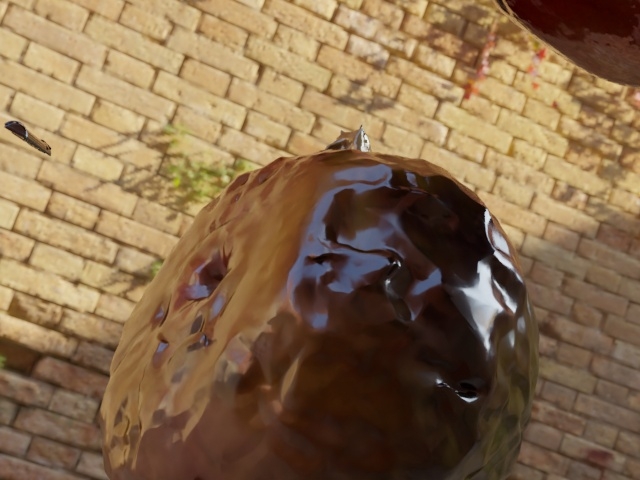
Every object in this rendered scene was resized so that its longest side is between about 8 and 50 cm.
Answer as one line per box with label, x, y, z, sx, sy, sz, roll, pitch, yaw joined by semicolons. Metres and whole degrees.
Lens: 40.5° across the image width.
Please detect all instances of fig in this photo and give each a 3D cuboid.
fig;0.044;0.121;0.589;0.286;0.286;0.369;13;-25;51

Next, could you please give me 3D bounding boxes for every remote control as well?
remote control;-0.340;-0.120;1.018;0.034;0.016;0.091;27;-7;4

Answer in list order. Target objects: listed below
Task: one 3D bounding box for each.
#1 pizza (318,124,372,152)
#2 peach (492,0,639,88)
pizza;0.000;0.000;0.845;0.147;0.226;0.069;47;-3;9
peach;0.201;-0.191;0.507;0.244;0.243;0.199;16;-47;38
